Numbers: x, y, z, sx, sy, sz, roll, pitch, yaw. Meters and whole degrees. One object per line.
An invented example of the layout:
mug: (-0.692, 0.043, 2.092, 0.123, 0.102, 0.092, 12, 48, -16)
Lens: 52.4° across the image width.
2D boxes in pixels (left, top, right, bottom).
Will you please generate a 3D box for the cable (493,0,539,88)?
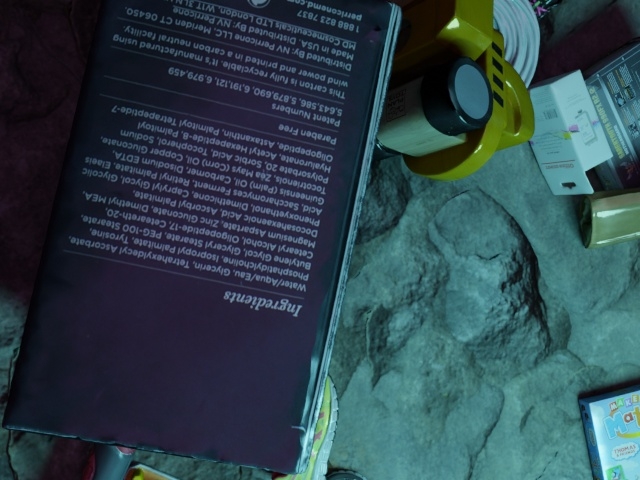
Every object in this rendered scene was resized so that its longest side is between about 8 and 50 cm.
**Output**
cable: (0.232, -0.324, 1.093, 0.257, 0.089, 0.257, -6, 95, -1)

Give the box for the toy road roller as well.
toy road roller: (0.187, -0.249, 0.955, 0.240, 0.202, 0.329, 13, 74, -38)

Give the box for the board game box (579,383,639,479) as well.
board game box: (0.563, 0.374, 1.170, 0.160, 0.039, 0.211, -11, 89, -10)

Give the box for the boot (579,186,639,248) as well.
boot: (0.603, -0.029, 1.158, 0.269, 0.236, 0.089, -13, 45, 8)

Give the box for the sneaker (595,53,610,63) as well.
sneaker: (0.513, -0.308, 1.193, 0.037, 0.032, 0.083, 44, 79, 10)

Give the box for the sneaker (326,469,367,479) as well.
sneaker: (0.080, 0.428, 1.058, 0.166, 0.076, 0.065, 24, 83, -9)

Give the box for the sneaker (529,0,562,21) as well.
sneaker: (0.377, -0.415, 1.145, 0.170, 0.075, 0.063, -44, 96, -9)

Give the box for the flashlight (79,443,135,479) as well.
flashlight: (-0.343, 0.344, 0.976, 0.103, 0.103, 0.304, 28, 88, -25)

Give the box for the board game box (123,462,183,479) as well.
board game box: (-0.205, 0.605, 1.012, 0.390, 0.050, 0.390, 27, 83, -8)

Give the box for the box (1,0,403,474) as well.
box: (-0.135, -0.024, 0.830, 0.297, 0.480, 0.472, 11, 86, -8)

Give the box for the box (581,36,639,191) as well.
box: (0.553, -0.218, 1.163, 0.183, 0.056, 0.231, -34, 104, -9)

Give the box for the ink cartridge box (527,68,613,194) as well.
ink cartridge box: (0.420, -0.180, 1.119, 0.067, 0.115, 0.198, -27, 100, -13)

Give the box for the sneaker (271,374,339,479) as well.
sneaker: (-0.028, 0.306, 1.041, 0.094, 0.081, 0.208, 11, 86, -8)
